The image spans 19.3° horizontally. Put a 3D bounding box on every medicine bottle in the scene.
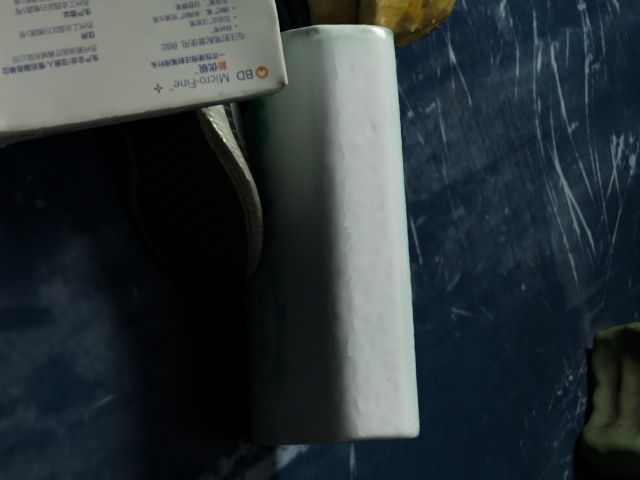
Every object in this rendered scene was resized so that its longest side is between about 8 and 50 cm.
[{"bbox_3d":[-0.128,-0.157,1.167,0.201,0.052,0.171,-12,96,-21],"label":"medicine bottle"}]

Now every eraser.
[{"bbox_3d":[0.000,0.000,1.339,0.104,0.189,0.290,-1,85,-25],"label":"eraser"}]

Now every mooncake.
[{"bbox_3d":[0.328,0.172,1.935,0.175,0.104,0.168,-51,130,-48],"label":"mooncake"}]

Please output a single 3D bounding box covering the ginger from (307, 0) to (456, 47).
[{"bbox_3d":[0.029,-0.341,1.514,0.236,0.166,0.375,-9,81,-39],"label":"ginger"}]

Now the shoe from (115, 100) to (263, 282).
[{"bbox_3d":[-0.087,-0.084,1.293,0.227,0.099,0.112,69,26,-22],"label":"shoe"}]
